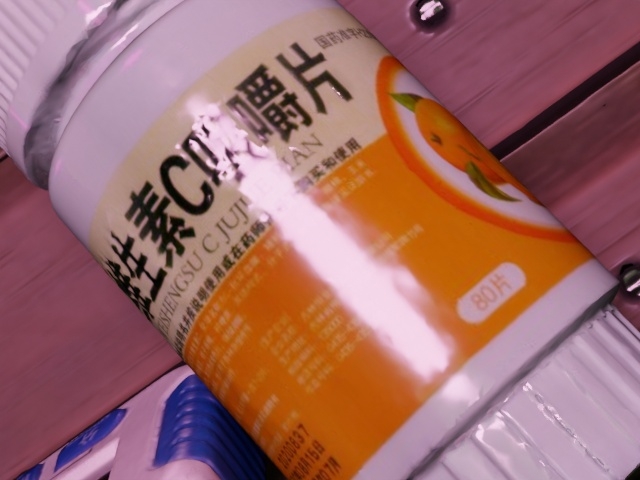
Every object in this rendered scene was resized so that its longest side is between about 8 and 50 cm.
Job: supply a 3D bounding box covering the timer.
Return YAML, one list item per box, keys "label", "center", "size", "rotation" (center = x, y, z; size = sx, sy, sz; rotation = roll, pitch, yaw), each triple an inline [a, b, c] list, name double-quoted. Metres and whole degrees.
- label: "timer"
  center: [-0.131, 0.165, 0.535]
  size: [0.253, 0.178, 0.078]
  rotation: [-35, 102, 5]

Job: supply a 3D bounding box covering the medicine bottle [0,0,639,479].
- label: "medicine bottle"
  center: [0.000, 0.000, 0.540]
  size: [0.158, 0.158, 0.318]
  rotation: [-44, 77, 2]
